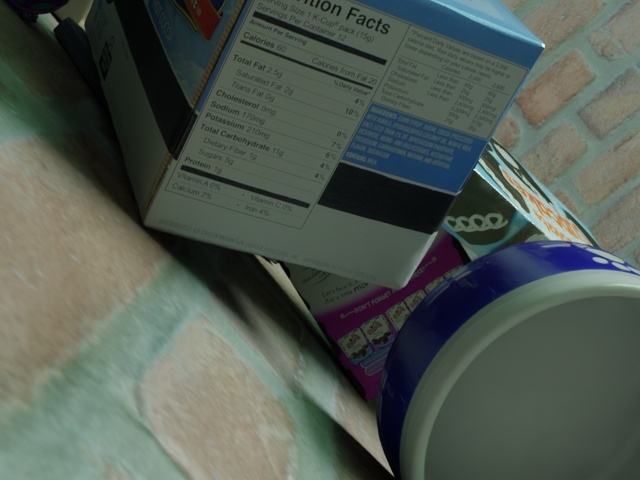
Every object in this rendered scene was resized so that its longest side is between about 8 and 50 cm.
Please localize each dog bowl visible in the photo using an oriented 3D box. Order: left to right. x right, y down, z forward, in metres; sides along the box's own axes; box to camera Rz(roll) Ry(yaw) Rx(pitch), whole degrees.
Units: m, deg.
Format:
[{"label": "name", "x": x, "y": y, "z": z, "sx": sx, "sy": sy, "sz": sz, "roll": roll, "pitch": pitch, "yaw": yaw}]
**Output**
[{"label": "dog bowl", "x": 0.181, "y": 0.137, "z": 0.845, "sx": 0.265, "sy": 0.265, "sz": 0.104, "roll": 48, "pitch": 3, "yaw": -24}]

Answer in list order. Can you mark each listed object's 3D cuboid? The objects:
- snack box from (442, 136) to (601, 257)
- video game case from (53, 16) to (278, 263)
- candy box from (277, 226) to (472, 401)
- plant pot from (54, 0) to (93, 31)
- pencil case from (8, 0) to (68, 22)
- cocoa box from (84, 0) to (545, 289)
[{"label": "snack box", "x": 0.181, "y": -0.025, "z": 1.028, "sx": 0.322, "sy": 0.060, "sz": 0.187, "roll": 37, "pitch": 22, "yaw": -34}, {"label": "video game case", "x": -0.140, "y": -0.090, "z": 1.077, "sx": 0.196, "sy": 0.026, "sz": 0.274, "roll": 53, "pitch": 4, "yaw": 28}, {"label": "candy box", "x": 0.050, "y": 0.015, "z": 1.059, "sx": 0.233, "sy": 0.159, "sz": 0.071, "roll": 58, "pitch": 3, "yaw": -1}, {"label": "plant pot", "x": -0.251, "y": -0.285, "z": 1.119, "sx": 0.096, "sy": 0.109, "sz": 0.109, "roll": 37, "pitch": 6, "yaw": -8}, {"label": "pencil case", "x": -0.259, "y": -0.252, "z": 0.966, "sx": 0.070, "sy": 0.064, "sz": 0.151, "roll": 27, "pitch": 18, "yaw": -36}, {"label": "cocoa box", "x": -0.028, "y": -0.168, "z": 0.881, "sx": 0.232, "sy": 0.228, "sz": 0.347, "roll": 14, "pitch": 29, "yaw": -28}]
